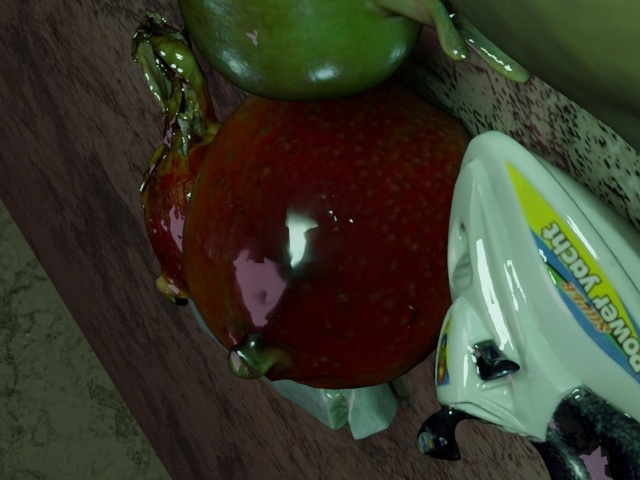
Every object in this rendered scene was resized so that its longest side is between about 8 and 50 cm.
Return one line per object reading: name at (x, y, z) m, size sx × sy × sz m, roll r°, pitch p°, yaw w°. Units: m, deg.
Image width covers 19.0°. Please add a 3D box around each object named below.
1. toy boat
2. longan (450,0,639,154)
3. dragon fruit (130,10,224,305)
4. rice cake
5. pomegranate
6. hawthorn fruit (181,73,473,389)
toy boat at (0.127, 0.084, 0.859) m, size 0.269 × 0.141 × 0.141 m, roll 47°, pitch 167°, yaw -6°
longan at (0.110, -0.106, 0.400) m, size 0.220 × 0.196 × 0.196 m, roll 48°, pitch 162°, yaw 32°
dragon fruit at (-0.077, -0.048, 1.331) m, size 0.125 × 0.125 × 0.246 m, roll 35°, pitch 146°, yaw 66°
rice cake at (-0.029, 0.082, 1.538) m, size 0.336 × 0.063 × 0.066 m, roll 32°, pitch 146°, yaw 64°
pomegranate at (0.016, -0.133, 0.840) m, size 0.191 × 0.131 × 0.152 m, roll 16°, pitch 133°, yaw 38°
hawthorn fruit at (0.000, 0.000, 1.005) m, size 0.169 × 0.188 × 0.169 m, roll 31°, pitch 148°, yaw 22°
